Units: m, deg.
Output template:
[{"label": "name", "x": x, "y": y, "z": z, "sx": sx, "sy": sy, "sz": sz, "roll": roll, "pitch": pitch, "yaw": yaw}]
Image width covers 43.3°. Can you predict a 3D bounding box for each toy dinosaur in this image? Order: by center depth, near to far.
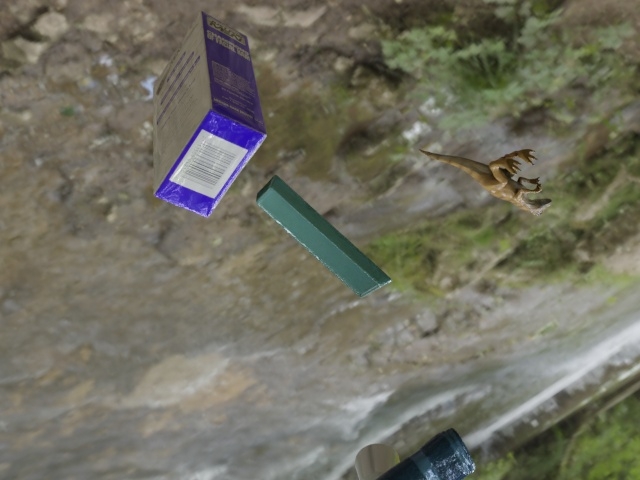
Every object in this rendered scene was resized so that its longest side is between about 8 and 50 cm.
[{"label": "toy dinosaur", "x": 0.251, "y": -0.094, "z": 1.178, "sx": 0.112, "sy": 0.212, "sz": 0.064, "roll": -53, "pitch": -171, "yaw": 53}]

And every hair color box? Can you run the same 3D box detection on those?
[{"label": "hair color box", "x": -0.195, "y": -0.219, "z": 1.353, "sx": 0.110, "sy": 0.338, "sz": 0.185, "roll": 22, "pitch": 123, "yaw": -29}]

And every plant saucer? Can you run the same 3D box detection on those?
[{"label": "plant saucer", "x": 0.000, "y": 0.000, "z": 0.990, "sx": 0.018, "sy": 0.192, "sz": 0.067, "roll": -52, "pitch": -173, "yaw": -30}]

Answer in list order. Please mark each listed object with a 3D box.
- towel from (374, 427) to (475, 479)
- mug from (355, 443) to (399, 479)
[{"label": "towel", "x": 0.115, "y": 0.267, "z": 0.907, "sx": 0.119, "sy": 0.067, "sz": 0.029, "roll": -33, "pitch": -155, "yaw": -9}, {"label": "mug", "x": 0.087, "y": 0.322, "z": 1.100, "sx": 0.064, "sy": 0.078, "sz": 0.062, "roll": -88, "pitch": -173, "yaw": -70}]
